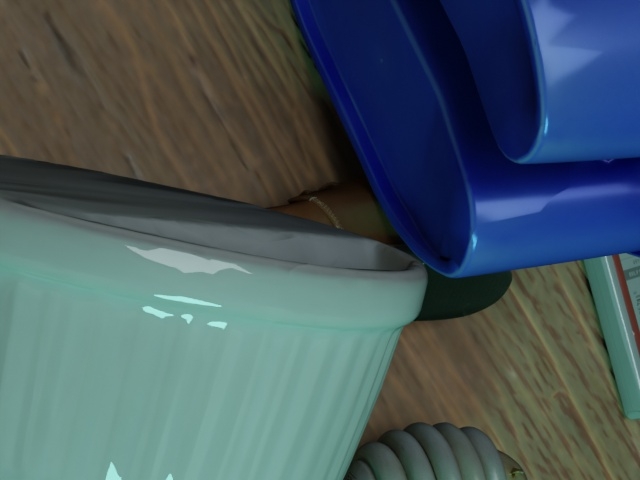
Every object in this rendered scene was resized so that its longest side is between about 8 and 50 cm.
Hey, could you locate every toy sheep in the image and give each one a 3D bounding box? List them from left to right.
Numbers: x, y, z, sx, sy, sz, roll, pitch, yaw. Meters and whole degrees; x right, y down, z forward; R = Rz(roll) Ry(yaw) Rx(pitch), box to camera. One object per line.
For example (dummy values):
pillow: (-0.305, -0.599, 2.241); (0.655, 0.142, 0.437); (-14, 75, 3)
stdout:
toy sheep: (0.056, 0.144, 1.004); (0.132, 0.091, 0.091); (-8, 86, -24)

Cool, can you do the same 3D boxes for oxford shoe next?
oxford shoe: (0.000, 0.000, 1.016); (0.212, 0.076, 0.076); (3, 51, -26)

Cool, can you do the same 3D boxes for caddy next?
caddy: (0.115, -0.142, 0.969); (0.179, 0.241, 0.341); (-13, 64, -22)

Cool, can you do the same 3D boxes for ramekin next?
ramekin: (-0.095, 0.042, 0.816); (0.273, 0.273, 0.127); (10, 95, -27)

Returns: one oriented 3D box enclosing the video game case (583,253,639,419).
video game case: (0.288, -0.018, 1.187); (0.285, 0.025, 0.204); (-14, 89, -29)
